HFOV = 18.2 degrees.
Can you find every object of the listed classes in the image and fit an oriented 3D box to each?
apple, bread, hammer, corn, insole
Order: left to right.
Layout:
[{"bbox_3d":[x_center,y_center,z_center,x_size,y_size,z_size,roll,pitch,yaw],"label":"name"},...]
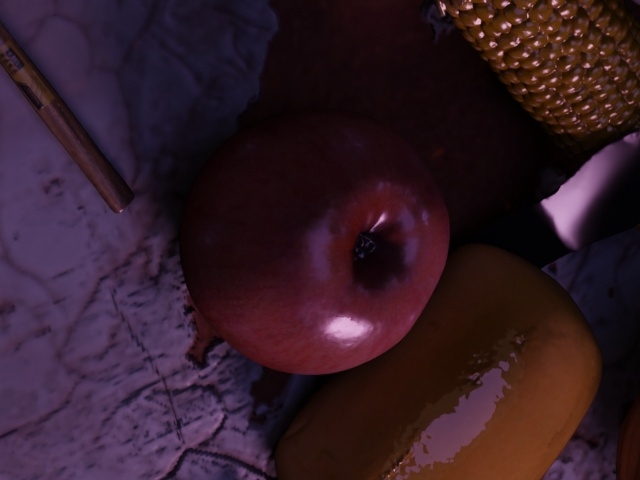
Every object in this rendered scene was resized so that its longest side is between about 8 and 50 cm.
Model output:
[{"bbox_3d":[-0.155,-0.088,1.079,0.062,0.017,0.182,-45,118,-16],"label":"hammer"},{"bbox_3d":[0.000,0.000,1.119,0.153,0.120,0.153,-4,99,-29],"label":"apple"},{"bbox_3d":[0.080,0.110,1.189,0.217,0.098,0.147,-50,121,-5],"label":"bread"},{"bbox_3d":[0.157,-0.019,1.212,0.188,0.004,0.064,-30,121,14],"label":"insole"},{"bbox_3d":[0.161,-0.102,1.213,0.091,0.091,0.260,-50,122,-14],"label":"corn"}]

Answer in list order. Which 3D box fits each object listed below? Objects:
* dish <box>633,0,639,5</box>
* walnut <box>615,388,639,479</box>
[{"bbox_3d":[0.189,-0.287,1.129,0.124,0.324,0.324,10,94,14],"label":"dish"},{"bbox_3d":[0.352,0.131,1.249,0.306,0.306,0.344,37,73,-29],"label":"walnut"}]
